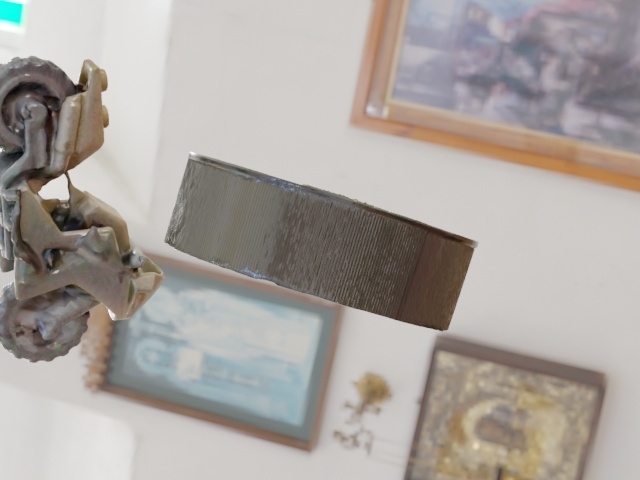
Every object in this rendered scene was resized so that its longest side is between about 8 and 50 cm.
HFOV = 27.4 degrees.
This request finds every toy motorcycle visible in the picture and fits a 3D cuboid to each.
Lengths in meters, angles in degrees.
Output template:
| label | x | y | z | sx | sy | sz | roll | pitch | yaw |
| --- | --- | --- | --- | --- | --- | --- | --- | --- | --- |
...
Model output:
| label | x | y | z | sx | sy | sz | roll | pitch | yaw |
| --- | --- | --- | --- | --- | --- | --- | --- | --- | --- |
| toy motorcycle | -0.178 | -0.024 | 0.952 | 0.094 | 0.129 | 0.229 | -137 | 44 | -59 |

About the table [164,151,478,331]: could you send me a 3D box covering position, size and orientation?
| label | x | y | z | sx | sy | sz | roll | pitch | yaw |
| --- | --- | --- | --- | --- | --- | --- | --- | --- | --- |
| table | 0.000 | 0.000 | 0.581 | 0.133 | 0.133 | 0.043 | 13 | -85 | -77 |
